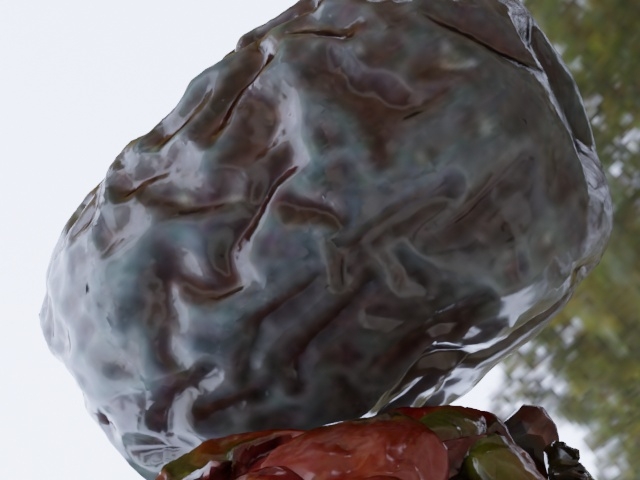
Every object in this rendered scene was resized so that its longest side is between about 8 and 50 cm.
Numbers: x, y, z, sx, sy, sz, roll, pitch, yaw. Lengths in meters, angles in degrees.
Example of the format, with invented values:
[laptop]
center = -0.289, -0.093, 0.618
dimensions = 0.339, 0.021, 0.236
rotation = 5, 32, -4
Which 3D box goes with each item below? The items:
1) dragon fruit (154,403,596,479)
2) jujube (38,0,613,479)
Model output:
[dragon fruit]
center = -0.009, 0.199, 0.836
dimensions = 0.263, 0.296, 0.314
rotation = 39, -148, -40
[jujube]
center = 0.000, 0.000, 0.989
dimensions = 0.317, 0.226, 0.226
rotation = -35, -102, 10
